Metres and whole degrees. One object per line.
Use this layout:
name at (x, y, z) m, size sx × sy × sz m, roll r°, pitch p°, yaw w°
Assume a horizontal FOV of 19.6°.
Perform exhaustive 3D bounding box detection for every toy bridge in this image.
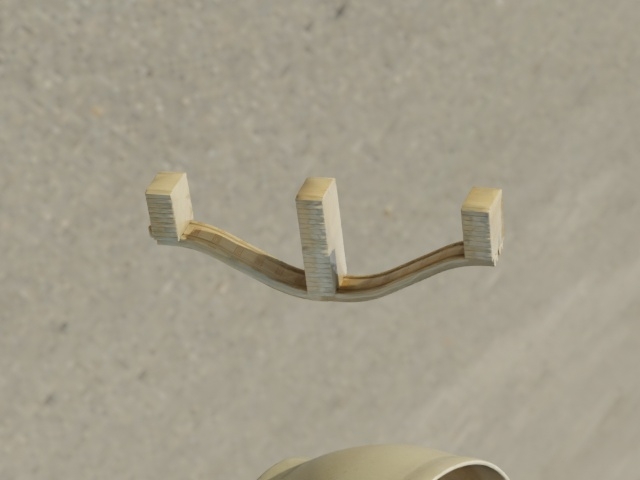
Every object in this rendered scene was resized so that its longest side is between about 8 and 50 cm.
toy bridge at (0.000, 0.000, 0.939) m, size 0.026 × 0.188 × 0.063 m, roll -61°, pitch 149°, yaw -53°

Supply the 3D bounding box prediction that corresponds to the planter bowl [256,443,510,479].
planter bowl at (0.016, 0.175, 0.960) m, size 0.162 × 0.109 × 0.162 m, roll -26°, pitch 124°, yaw -46°
